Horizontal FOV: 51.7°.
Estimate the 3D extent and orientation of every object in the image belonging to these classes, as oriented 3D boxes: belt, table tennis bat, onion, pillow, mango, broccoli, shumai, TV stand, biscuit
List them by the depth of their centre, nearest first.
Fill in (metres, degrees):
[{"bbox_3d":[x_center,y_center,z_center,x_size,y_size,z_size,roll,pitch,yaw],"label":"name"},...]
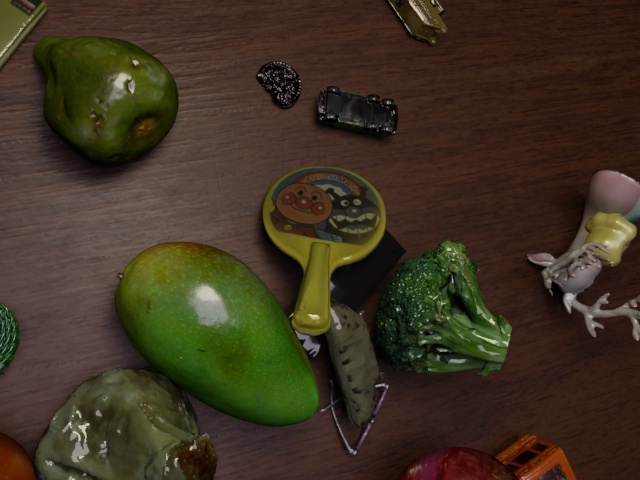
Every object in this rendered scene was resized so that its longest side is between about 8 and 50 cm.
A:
[{"bbox_3d":[-0.281,0.302,0.973,0.260,0.222,0.225,8,79,-19],"label":"shumai"},{"bbox_3d":[-0.522,0.157,0.987,0.121,0.079,0.152,25,74,-15],"label":"belt"},{"bbox_3d":[-0.151,0.154,1.048,0.382,0.201,0.225,43,112,-9],"label":"mango"},{"bbox_3d":[0.233,0.489,1.111,0.276,0.276,0.277,3,80,-20],"label":"onion"},{"bbox_3d":[0.062,0.202,1.142,0.093,0.051,0.241,-25,104,-33],"label":"pillow"},{"bbox_3d":[0.000,0.000,1.146,0.224,0.054,0.369,10,51,0],"label":"table tennis bat"},{"bbox_3d":[0.223,0.136,1.177,0.245,0.294,0.265,28,100,17],"label":"broccoli"},{"bbox_3d":[0.034,0.087,1.204,0.088,0.082,0.269,45,69,-7],"label":"TV stand"},{"bbox_3d":[-0.078,-0.297,1.254,0.089,0.027,0.087,9,77,-19],"label":"biscuit"}]

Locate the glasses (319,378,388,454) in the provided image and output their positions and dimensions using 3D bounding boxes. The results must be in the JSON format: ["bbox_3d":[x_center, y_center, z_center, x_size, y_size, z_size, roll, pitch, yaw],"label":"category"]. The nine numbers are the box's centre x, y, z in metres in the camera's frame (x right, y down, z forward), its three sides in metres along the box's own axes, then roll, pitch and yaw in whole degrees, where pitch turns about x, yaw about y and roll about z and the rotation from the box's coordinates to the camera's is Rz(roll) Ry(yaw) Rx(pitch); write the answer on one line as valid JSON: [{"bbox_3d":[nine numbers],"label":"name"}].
[{"bbox_3d":[0.051,0.304,1.202,0.103,0.062,0.140,25,72,8],"label":"glasses"}]

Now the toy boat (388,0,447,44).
[{"bbox_3d":[0.185,-0.513,1.371,0.088,0.068,0.226,-37,92,-27],"label":"toy boat"}]

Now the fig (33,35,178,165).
[{"bbox_3d":[-0.372,-0.260,1.077,0.206,0.206,0.275,-39,72,-21],"label":"fig"}]

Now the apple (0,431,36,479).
[{"bbox_3d":[-0.504,0.362,0.886,0.229,0.230,0.230,3,80,-20],"label":"apple"}]

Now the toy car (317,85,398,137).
[{"bbox_3d":[0.069,-0.246,1.281,0.165,0.062,0.071,8,77,-19],"label":"toy car"}]

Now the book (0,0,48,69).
[{"bbox_3d":[-0.640,-0.316,1.047,0.239,0.035,0.352,33,72,-10],"label":"book"}]

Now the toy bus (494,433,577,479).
[{"bbox_3d":[0.442,0.546,1.238,0.142,0.153,0.330,-26,93,-20],"label":"toy bus"}]

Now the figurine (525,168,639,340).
[{"bbox_3d":[0.549,0.023,1.313,0.206,0.284,0.316,30,84,-12],"label":"figurine"}]
